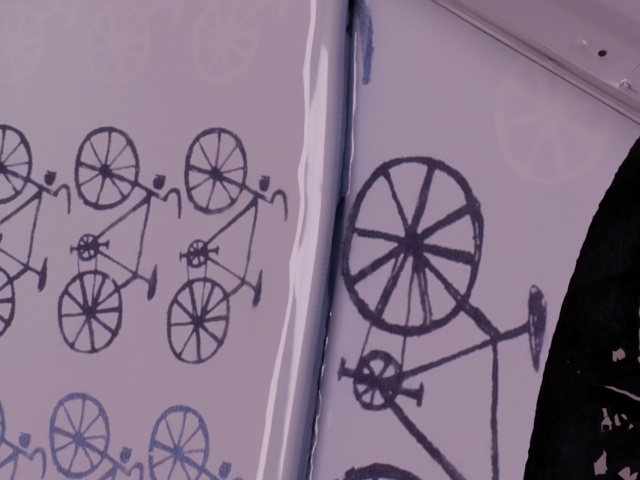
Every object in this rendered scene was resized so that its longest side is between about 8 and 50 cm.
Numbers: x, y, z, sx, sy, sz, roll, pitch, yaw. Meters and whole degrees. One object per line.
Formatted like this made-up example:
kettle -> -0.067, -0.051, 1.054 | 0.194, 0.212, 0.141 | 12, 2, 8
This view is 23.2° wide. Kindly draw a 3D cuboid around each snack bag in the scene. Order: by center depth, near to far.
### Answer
snack bag -> 0.000, 0.000, 0.551 | 0.343, 0.037, 0.323 | 4, 86, 33

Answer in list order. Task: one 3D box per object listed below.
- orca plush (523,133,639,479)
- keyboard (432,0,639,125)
orca plush -> 0.115, 0.062, 0.409 | 0.151, 0.102, 0.287 | 18, 90, 14
keyboard -> 0.047, -0.112, 0.499 | 0.072, 0.014, 0.256 | -45, 51, -8
